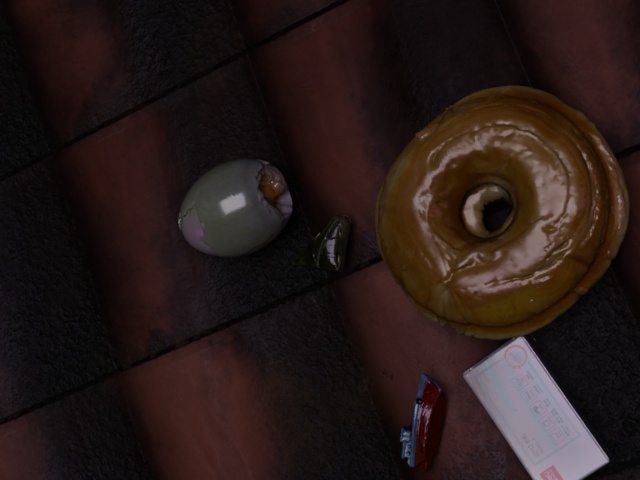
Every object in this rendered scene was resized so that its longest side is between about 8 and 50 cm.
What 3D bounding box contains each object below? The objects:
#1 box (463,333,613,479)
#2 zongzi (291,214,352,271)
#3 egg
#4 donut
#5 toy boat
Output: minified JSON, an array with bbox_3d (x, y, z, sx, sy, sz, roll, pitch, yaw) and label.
[{"bbox_3d":[0.377,0.300,1.854,0.135,0.079,0.269,-38,73,14],"label":"box"},{"bbox_3d":[0.000,0.000,2.046,0.119,0.055,0.109,8,86,33],"label":"zongzi"},{"bbox_3d":[-0.171,-0.056,2.048,0.217,0.183,0.183,-21,78,26],"label":"egg"},{"bbox_3d":[0.303,-0.051,1.853,0.449,0.198,0.449,-3,82,23],"label":"donut"},{"bbox_3d":[0.184,0.328,1.934,0.058,0.069,0.173,12,96,35],"label":"toy boat"}]
